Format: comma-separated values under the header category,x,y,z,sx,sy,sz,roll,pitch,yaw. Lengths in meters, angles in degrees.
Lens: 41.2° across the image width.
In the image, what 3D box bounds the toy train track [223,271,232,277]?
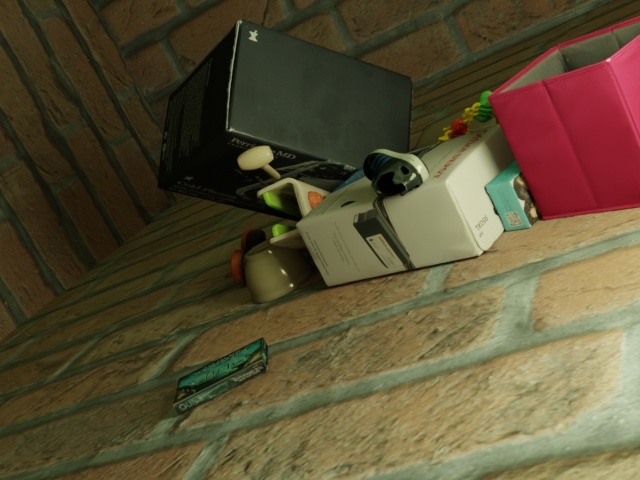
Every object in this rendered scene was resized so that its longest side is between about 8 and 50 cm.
category,x,y,z,sx,sy,sz,roll,pitch,yaw
toy train track,-0.234,0.089,2.316,0.083,0.014,0.048,-23,21,41

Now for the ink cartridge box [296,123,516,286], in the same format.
category,x,y,z,sx,sy,sz,roll,pitch,yaw
ink cartridge box,0.194,-0.070,1.745,0.395,0.166,0.285,-14,20,42

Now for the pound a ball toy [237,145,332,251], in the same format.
category,x,y,z,sx,sy,sz,roll,pitch,yaw
pound a ball toy,-0.038,-0.097,1.933,0.136,0.208,0.319,-21,-15,21

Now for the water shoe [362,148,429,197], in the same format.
category,x,y,z,sx,sy,sz,roll,pitch,yaw
water shoe,0.119,-0.124,1.598,0.080,0.073,0.203,-39,18,-19

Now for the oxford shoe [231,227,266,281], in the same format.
category,x,y,z,sx,sy,sz,roll,pitch,yaw
oxford shoe,-0.163,0.036,2.252,0.098,0.097,0.271,-5,22,8

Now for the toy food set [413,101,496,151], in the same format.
category,x,y,z,sx,sy,sz,roll,pitch,yaw
toy food set,0.373,-0.263,2.215,0.306,0.092,0.219,-22,22,31

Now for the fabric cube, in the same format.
category,x,y,z,sx,sy,sz,roll,pitch,yaw
fabric cube,0.504,-0.218,1.500,0.254,0.258,0.259,-37,16,-34

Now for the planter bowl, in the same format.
category,x,y,z,sx,sy,sz,roll,pitch,yaw
planter bowl,-0.111,0.059,1.985,0.162,0.109,0.162,-26,14,7

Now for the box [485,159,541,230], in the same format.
category,x,y,z,sx,sy,sz,roll,pitch,yaw
box,0.424,-0.123,1.634,0.244,0.100,0.060,-38,18,-34

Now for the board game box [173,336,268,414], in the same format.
category,x,y,z,sx,sy,sz,roll,pitch,yaw
board game box,-0.185,0.253,1.600,0.186,0.026,0.126,-27,13,2

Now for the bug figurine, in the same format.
category,x,y,z,sx,sy,sz,roll,pitch,yaw
bug figurine,0.392,-0.238,1.784,0.279,0.072,0.216,7,-24,0

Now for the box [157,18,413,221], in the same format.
category,x,y,z,sx,sy,sz,roll,pitch,yaw
box,-0.097,-0.268,2.141,0.480,0.297,0.472,13,-20,-26
